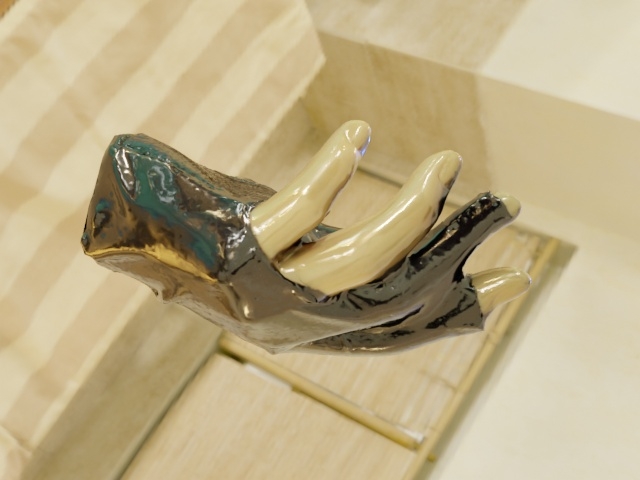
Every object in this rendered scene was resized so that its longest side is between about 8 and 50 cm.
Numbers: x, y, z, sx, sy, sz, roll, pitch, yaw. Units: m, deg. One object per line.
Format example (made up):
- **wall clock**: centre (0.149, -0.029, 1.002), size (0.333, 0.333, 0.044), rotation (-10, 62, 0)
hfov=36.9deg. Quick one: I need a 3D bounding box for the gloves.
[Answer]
- **gloves**: centre (-0.006, 0.006, 0.677), size (0.197, 0.301, 0.152), rotation (49, 39, -77)
